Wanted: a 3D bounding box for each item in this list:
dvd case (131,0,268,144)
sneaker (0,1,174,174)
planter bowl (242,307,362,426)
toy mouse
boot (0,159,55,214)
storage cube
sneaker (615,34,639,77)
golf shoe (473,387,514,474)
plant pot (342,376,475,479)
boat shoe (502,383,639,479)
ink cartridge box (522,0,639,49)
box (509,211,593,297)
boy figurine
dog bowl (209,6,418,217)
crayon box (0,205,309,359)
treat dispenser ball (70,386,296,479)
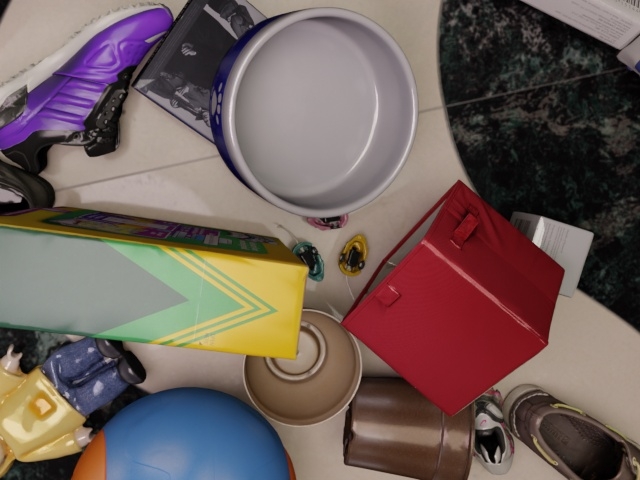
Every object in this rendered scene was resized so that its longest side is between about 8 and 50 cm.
[{"bbox_3d":[-0.105,-0.211,0.925,0.239,0.029,0.179,34,90,-30],"label":"dvd case"},{"bbox_3d":[-0.299,-0.192,0.909,0.293,0.102,0.146,-33,102,1],"label":"sneaker"},{"bbox_3d":[-0.031,0.166,0.965,0.162,0.109,0.162,-1,96,-8],"label":"planter bowl"},{"bbox_3d":[0.000,0.000,0.988,0.143,0.031,0.161,15,86,-18],"label":"toy mouse"},{"bbox_3d":[-0.463,-0.090,0.857,0.247,0.161,0.083,21,91,-9],"label":"boot"},{"bbox_3d":[0.178,0.073,0.899,0.193,0.183,0.215,41,127,0],"label":"storage cube"},{"bbox_3d":[0.545,-0.241,1.006,0.127,0.182,0.315,-31,127,-3],"label":"sneaker"},{"bbox_3d":[0.245,0.299,1.000,0.068,0.086,0.186,-9,129,19],"label":"golf shoe"},{"bbox_3d":[0.120,0.265,0.974,0.165,0.167,0.167,7,94,-1],"label":"plant pot"},{"bbox_3d":[0.429,0.339,1.048,0.324,0.097,0.116,36,89,-9],"label":"boat shoe"},{"bbox_3d":[0.345,-0.447,0.985,0.296,0.066,0.261,24,65,-8],"label":"ink cartridge box"},{"bbox_3d":[0.326,0.018,1.005,0.087,0.101,0.102,16,94,-9],"label":"box"},{"bbox_3d":[-0.388,0.226,0.932,0.285,0.092,0.177,-34,101,-7],"label":"boy figurine"},{"bbox_3d":[-0.009,-0.168,0.904,0.265,0.104,0.264,-7,107,-23],"label":"dog bowl"},{"bbox_3d":[-0.192,0.036,0.803,0.313,0.363,0.106,9,93,-8],"label":"crayon box"},{"bbox_3d":[-0.171,0.333,0.868,0.288,0.288,0.288,-1,95,-8],"label":"treat dispenser ball"}]
